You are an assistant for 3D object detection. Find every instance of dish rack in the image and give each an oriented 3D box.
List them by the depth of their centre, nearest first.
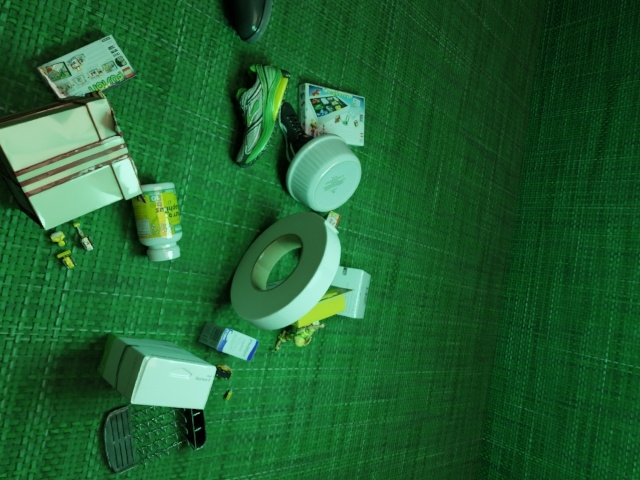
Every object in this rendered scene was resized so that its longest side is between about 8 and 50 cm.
[{"bbox_3d":[-0.474,0.543,1.276,0.271,0.074,0.208,-11,100,-41],"label":"dish rack"}]

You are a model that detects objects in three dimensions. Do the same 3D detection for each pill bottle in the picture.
[{"bbox_3d":[-0.449,-0.053,1.220,0.117,0.117,0.208,-14,102,-40],"label":"pill bottle"}]

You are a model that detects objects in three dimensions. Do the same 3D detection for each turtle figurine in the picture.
[{"bbox_3d":[-0.044,0.292,1.548,0.087,0.269,0.217,40,41,-15],"label":"turtle figurine"}]

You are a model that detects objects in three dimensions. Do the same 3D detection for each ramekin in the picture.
[{"bbox_3d":[0.022,-0.222,1.538,0.273,0.127,0.273,-29,146,-22],"label":"ramekin"}]

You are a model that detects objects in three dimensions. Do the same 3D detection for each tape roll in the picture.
[{"bbox_3d":[-0.112,0.083,1.352,0.072,0.392,0.392,43,66,-35],"label":"tape roll"}]

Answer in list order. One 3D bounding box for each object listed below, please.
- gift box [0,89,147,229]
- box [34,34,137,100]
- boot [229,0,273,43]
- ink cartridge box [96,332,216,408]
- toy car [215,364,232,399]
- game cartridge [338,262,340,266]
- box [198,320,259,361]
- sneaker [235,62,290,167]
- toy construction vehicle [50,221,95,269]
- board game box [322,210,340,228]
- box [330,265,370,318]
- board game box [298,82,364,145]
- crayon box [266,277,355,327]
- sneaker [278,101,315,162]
[{"bbox_3d":[-0.558,-0.179,0.997,0.258,0.276,0.255,-34,131,-35],"label":"gift box"},{"bbox_3d":[-0.589,-0.425,1.119,0.207,0.036,0.114,-44,121,-30],"label":"box"},{"bbox_3d":[-0.343,-0.811,1.231,0.445,0.146,0.367,11,77,-45],"label":"boot"},{"bbox_3d":[-0.435,0.339,1.160,0.198,0.273,0.115,24,78,-40],"label":"ink cartridge box"},{"bbox_3d":[-0.318,0.458,1.446,0.040,0.060,0.122,-80,176,-69],"label":"toy car"},{"bbox_3d":[0.045,0.110,1.743,0.083,0.017,0.056,-13,98,-40],"label":"game cartridge"},{"bbox_3d":[-0.289,0.317,1.387,0.137,0.126,0.072,33,70,-38],"label":"box"},{"bbox_3d":[-0.214,-0.399,1.419,0.146,0.134,0.343,16,86,-16],"label":"sneaker"},{"bbox_3d":[-0.631,0.012,1.124,0.086,0.035,0.098,-32,112,-24],"label":"toy construction vehicle"},{"bbox_3d":[0.000,0.000,1.607,0.045,0.147,0.193,25,76,-10],"label":"board game box"},{"bbox_3d":[0.109,0.200,1.690,0.182,0.119,0.181,32,67,-71],"label":"box"},{"bbox_3d":[0.047,-0.468,1.673,0.305,0.053,0.193,-3,96,-42],"label":"board game box"},{"bbox_3d":[-0.067,0.198,1.444,0.203,0.323,0.083,-12,101,-40],"label":"crayon box"},{"bbox_3d":[-0.072,-0.378,1.528,0.079,0.121,0.217,-24,109,-39],"label":"sneaker"}]
